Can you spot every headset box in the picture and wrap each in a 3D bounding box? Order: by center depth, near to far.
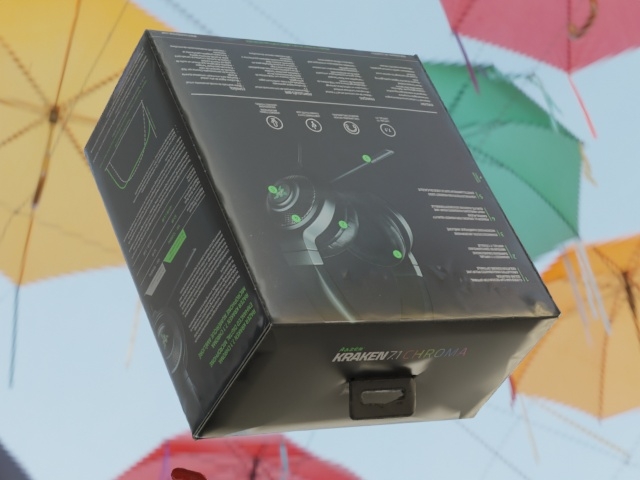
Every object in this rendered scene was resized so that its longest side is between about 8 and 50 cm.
[{"bbox_3d":[0.000,0.000,1.109,0.246,0.283,0.131,0,-40,-35],"label":"headset box"}]

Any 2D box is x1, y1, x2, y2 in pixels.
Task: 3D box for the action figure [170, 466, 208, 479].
[{"bbox_3d":[-0.035,0.133,0.714,0.115,0.030,0.038,37,-105,-58],"label":"action figure"}]
